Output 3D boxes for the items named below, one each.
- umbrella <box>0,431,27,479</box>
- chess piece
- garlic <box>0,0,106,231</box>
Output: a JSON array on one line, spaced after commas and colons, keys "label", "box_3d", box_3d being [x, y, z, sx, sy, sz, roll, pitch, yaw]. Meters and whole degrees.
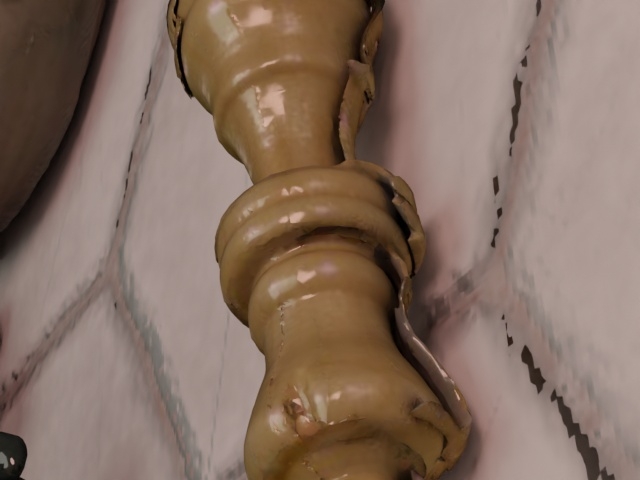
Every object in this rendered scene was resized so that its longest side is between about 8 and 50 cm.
[{"label": "umbrella", "box_3d": [-0.102, 0.209, 0.427, 0.143, 0.094, 0.349, -62, 31, 34]}, {"label": "chess piece", "box_3d": [-0.001, 0.000, 0.383, 0.060, 0.060, 0.172, -52, 36, 39]}, {"label": "garlic", "box_3d": [-0.178, -0.112, 0.734, 0.237, 0.210, 0.292, -32, -39, -76]}]
